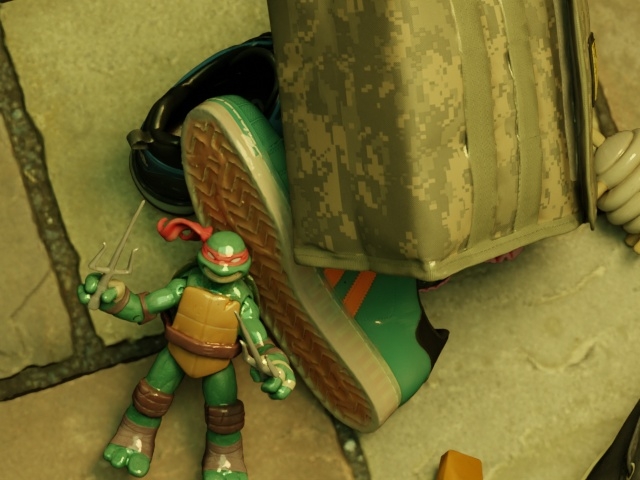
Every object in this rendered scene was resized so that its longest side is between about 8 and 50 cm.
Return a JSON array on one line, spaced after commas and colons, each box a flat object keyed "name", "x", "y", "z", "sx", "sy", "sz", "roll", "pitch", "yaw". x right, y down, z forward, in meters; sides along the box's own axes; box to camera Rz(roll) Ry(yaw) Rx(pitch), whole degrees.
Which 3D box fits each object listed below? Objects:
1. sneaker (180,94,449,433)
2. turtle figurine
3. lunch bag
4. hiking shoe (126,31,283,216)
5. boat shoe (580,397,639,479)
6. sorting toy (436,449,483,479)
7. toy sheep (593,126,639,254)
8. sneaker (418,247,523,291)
[{"name": "sneaker", "x": 0.000, "y": 0.000, "z": 1.477, "sx": 0.121, "sy": 0.108, "sz": 0.302, "roll": -42, "pitch": 116, "yaw": -29}, {"name": "turtle figurine", "x": -0.091, "y": 0.077, "z": 1.438, "sx": 0.175, "sy": 0.234, "sz": 0.118, "roll": 20, "pitch": 30, "yaw": 16}, {"name": "lunch bag", "x": 0.115, "y": -0.114, "z": 1.402, "sx": 0.287, "sy": 0.169, "sz": 0.235, "roll": -17, "pitch": 106, "yaw": -44}, {"name": "hiking shoe", "x": -0.016, "y": -0.124, "z": 1.529, "sx": 0.304, "sy": 0.132, "sz": 0.113, "roll": -35, "pitch": 80, "yaw": -13}, {"name": "boat shoe", "x": 0.386, "y": 0.085, "z": 1.490, "sx": 0.187, "sy": 0.156, "sz": 0.500, "roll": 41, "pitch": 72, "yaw": 6}, {"name": "sorting toy", "x": 0.132, "y": 0.329, "z": 1.451, "sx": 0.229, "sy": 0.041, "sz": 0.307, "roll": 21, "pitch": 60, "yaw": -11}, {"name": "toy sheep", "x": 0.263, "y": -0.047, "z": 1.555, "sx": 0.132, "sy": 0.091, "sz": 0.091, "roll": 41, "pitch": 76, "yaw": -12}, {"name": "sneaker", "x": 0.115, "y": 0.005, "z": 1.545, "sx": 0.119, "sy": 0.057, "sz": 0.047, "roll": -22, "pitch": 80, "yaw": -8}]
